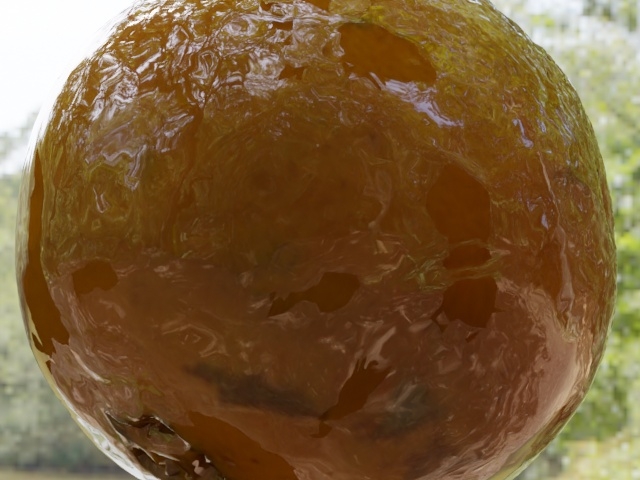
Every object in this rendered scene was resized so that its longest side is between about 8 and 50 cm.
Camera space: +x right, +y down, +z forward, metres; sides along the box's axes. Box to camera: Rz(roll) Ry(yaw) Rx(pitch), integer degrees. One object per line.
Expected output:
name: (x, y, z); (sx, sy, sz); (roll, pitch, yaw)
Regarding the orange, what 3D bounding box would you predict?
orange: (0.000, 0.000, 0.848); (0.312, 0.312, 0.312); (2, -6, 0)
